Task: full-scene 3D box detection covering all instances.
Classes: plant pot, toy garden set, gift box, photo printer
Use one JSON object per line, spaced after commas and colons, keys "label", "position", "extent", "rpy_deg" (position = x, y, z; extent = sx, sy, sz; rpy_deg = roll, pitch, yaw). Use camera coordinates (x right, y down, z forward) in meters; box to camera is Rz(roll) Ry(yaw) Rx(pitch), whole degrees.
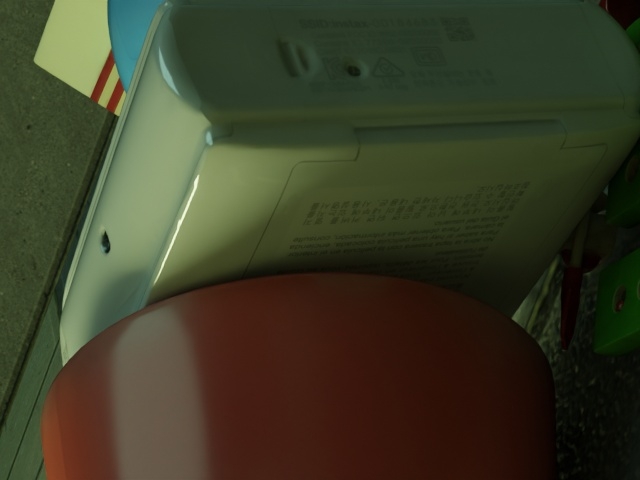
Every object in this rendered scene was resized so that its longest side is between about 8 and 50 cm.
{"label": "plant pot", "position": [-0.004, 0.189, 0.819], "extent": [0.275, 0.275, 0.243], "rpy_deg": [126, 147, -48]}
{"label": "toy garden set", "position": [0.176, -0.055, 0.853], "extent": [0.204, 0.049, 0.244], "rpy_deg": [136, 146, -68]}
{"label": "gift box", "position": [-0.141, -0.287, 1.917], "extent": [0.258, 0.276, 0.255], "rpy_deg": [-59, 5, 50]}
{"label": "photo printer", "position": [0.000, 0.000, 0.885], "extent": [0.307, 0.256, 0.107], "rpy_deg": [117, 142, -50]}

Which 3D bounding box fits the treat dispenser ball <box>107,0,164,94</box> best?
{"label": "treat dispenser ball", "position": [-0.004, -0.160, 1.153], "extent": [0.288, 0.288, 0.288], "rpy_deg": [-161, 90, -75]}
